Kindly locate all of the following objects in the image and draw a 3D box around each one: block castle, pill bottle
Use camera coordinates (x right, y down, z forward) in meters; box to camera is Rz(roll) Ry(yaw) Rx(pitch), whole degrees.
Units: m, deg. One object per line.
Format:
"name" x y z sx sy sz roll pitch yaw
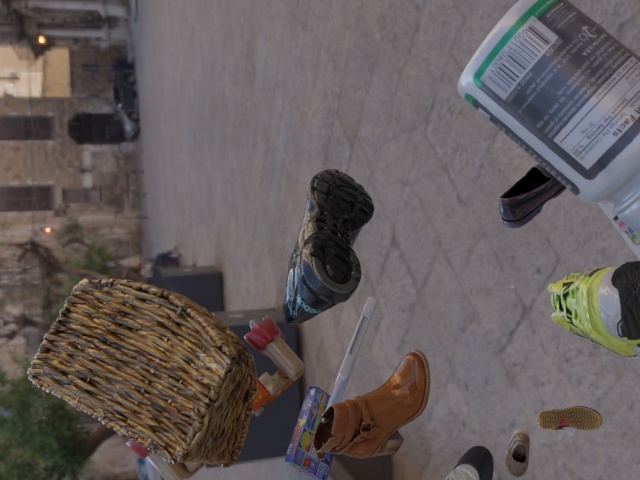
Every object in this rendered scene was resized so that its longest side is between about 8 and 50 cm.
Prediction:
"block castle" -0.260 0.388 1.729 0.213 0.453 0.303 47 171 9
"pill bottle" 0.399 -0.186 1.010 0.361 0.204 0.204 44 152 10

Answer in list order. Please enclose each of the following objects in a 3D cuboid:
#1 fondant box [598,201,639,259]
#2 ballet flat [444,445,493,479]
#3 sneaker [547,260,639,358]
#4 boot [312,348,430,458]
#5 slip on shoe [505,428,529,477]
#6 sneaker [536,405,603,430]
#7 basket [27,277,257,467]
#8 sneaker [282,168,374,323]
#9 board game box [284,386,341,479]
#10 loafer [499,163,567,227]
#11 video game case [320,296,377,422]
"fondant box" 0.780 -0.147 1.627 0.330 0.238 0.096 51 -154 -8
"ballet flat" 0.231 0.440 1.149 0.203 0.074 0.074 -61 13 -8
"sneaker" 0.430 0.110 1.055 0.384 0.147 0.145 17 -110 -67
"boot" 0.080 0.257 1.065 0.073 0.152 0.197 37 112 57
"slip on shoe" 0.435 0.476 1.499 0.041 0.051 0.136 -64 -20 -57
"sneaker" 0.716 0.505 1.944 0.185 0.083 0.070 -10 75 39
"basket" -0.243 0.192 1.060 0.214 0.299 0.223 -64 -21 -11
"sneaker" 0.000 0.000 0.912 0.106 0.101 0.267 -51 14 36
"board game box" -0.007 0.498 1.758 0.035 0.136 0.201 -10 49 42
"loafer" 0.597 -0.157 1.870 0.109 0.302 0.095 15 141 53
"video game case" 0.052 0.230 1.272 0.201 0.023 0.183 103 -170 -48
